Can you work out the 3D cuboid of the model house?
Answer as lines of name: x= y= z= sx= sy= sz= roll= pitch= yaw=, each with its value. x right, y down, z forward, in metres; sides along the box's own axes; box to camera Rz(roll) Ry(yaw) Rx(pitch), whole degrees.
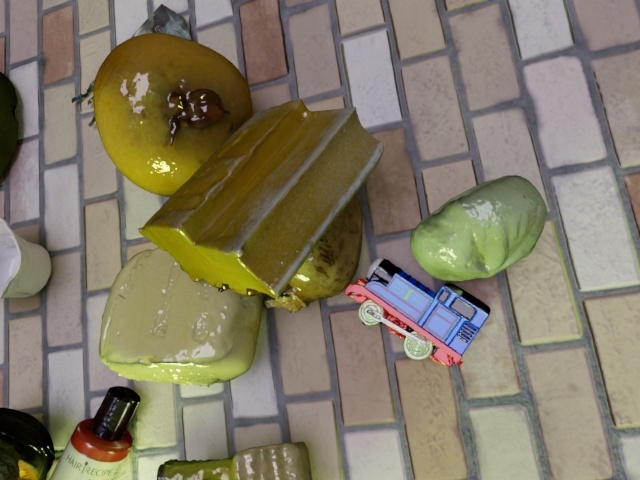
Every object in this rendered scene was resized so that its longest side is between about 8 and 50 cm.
model house: x=-0.103 y=0.417 z=0.715 sx=0.234 sy=0.175 sz=0.193 roll=-13 pitch=64 yaw=4

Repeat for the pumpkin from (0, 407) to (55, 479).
pumpkin: x=-0.591 y=0.441 z=0.783 sx=0.192 sy=0.320 sz=0.320 roll=19 pitch=86 yaw=-3

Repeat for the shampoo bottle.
shampoo bottle: x=-0.409 y=0.396 z=0.836 sx=0.104 sy=0.104 sz=0.278 roll=25 pitch=88 yaw=18

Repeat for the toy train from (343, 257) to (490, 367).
toy train: x=0.149 y=0.108 z=0.743 sx=0.204 sy=0.083 sz=0.131 roll=34 pitch=91 yaw=16

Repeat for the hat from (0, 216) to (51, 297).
hat: x=-0.639 y=0.052 z=0.949 sx=0.203 sy=0.126 sz=0.203 roll=-3 pitch=80 yaw=15

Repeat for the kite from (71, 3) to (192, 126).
kite: x=-0.403 y=-0.369 z=1.005 sx=0.310 sy=0.015 sz=0.169 roll=-45 pitch=64 yaw=5

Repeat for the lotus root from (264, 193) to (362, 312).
lotus root: x=0.000 y=0.000 z=0.765 sx=0.140 sy=0.154 sz=0.256 roll=11 pitch=75 yaw=25

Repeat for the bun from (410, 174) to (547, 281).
bun: x=0.232 y=-0.005 z=0.685 sx=0.195 sy=0.195 sz=0.118 roll=-25 pitch=76 yaw=10

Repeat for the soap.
soap: x=-0.082 y=-0.065 z=0.679 sx=0.259 sy=0.143 sz=0.281 roll=7 pitch=51 yaw=45

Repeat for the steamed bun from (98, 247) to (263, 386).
steamed bun: x=-0.218 y=0.127 z=0.802 sx=0.273 sy=0.166 sz=0.232 roll=-3 pitch=63 yaw=9

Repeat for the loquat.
loquat: x=-0.246 y=-0.216 z=0.810 sx=0.275 sy=0.275 sz=0.274 roll=-3 pitch=80 yaw=15

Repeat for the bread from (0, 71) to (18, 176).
bread: x=-0.873 y=-0.258 z=1.068 sx=0.382 sy=0.129 sz=0.366 roll=41 pitch=93 yaw=19
